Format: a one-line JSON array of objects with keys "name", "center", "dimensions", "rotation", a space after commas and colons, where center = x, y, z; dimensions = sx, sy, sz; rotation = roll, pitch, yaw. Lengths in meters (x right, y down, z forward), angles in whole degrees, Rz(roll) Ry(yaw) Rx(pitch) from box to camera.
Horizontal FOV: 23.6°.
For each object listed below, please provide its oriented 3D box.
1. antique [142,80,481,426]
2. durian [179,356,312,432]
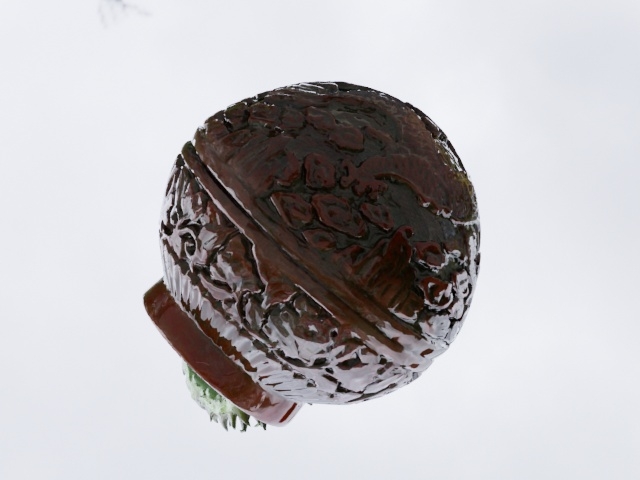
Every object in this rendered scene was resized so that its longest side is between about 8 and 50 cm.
[{"name": "antique", "center": [0.000, 0.000, 0.453], "dimensions": [0.104, 0.104, 0.104], "rotation": [8, -138, -8]}, {"name": "durian", "center": [-0.026, 0.038, 0.745], "dimensions": [0.086, 0.215, 0.100], "rotation": [-31, -85, -26]}]
